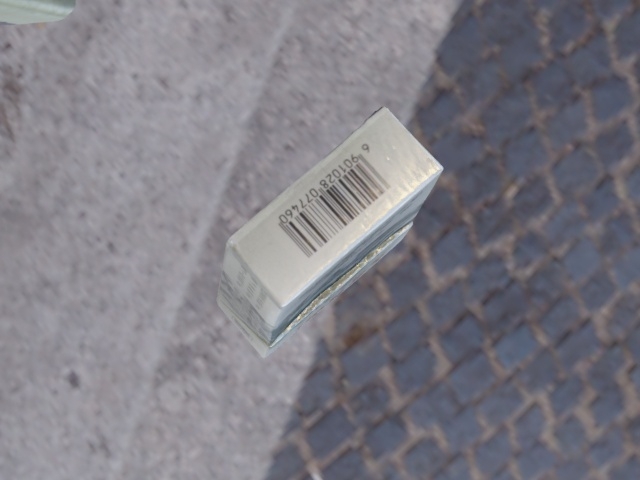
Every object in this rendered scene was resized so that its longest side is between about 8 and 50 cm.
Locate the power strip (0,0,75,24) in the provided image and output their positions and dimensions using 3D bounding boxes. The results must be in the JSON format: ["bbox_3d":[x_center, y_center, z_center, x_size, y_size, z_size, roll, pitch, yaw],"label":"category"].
[{"bbox_3d":[-0.182,-0.157,0.855,0.070,0.257,0.105,-3,92,14],"label":"power strip"}]

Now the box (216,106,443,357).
[{"bbox_3d":[0.000,0.000,0.490,0.054,0.083,0.024,-43,85,-12],"label":"box"}]
